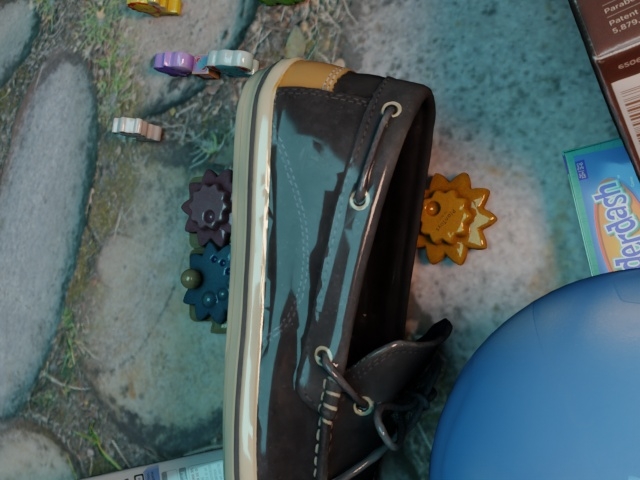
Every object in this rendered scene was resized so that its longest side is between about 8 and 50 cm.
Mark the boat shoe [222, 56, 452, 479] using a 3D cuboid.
[{"bbox_3d":[0.023,0.102,0.610,0.156,0.187,0.500,1,93,18],"label":"boat shoe"}]

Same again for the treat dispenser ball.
[{"bbox_3d":[0.209,0.160,0.456,0.288,0.288,0.288,-4,82,27],"label":"treat dispenser ball"}]

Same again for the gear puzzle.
[{"bbox_3d":[0.000,0.000,0.727,0.339,0.044,0.175,-5,81,27],"label":"gear puzzle"}]

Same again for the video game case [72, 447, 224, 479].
[{"bbox_3d":[-0.137,0.381,0.724,0.300,0.036,0.329,-15,78,13],"label":"video game case"}]

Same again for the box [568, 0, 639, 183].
[{"bbox_3d":[0.261,-0.177,0.515,0.167,0.168,0.203,-21,55,24],"label":"box"}]

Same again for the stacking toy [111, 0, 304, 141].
[{"bbox_3d":[-0.125,-0.192,0.813,0.221,0.052,0.166,5,86,27],"label":"stacking toy"}]

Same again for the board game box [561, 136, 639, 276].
[{"bbox_3d":[0.307,-0.018,0.569,0.210,0.047,0.160,-14,78,25],"label":"board game box"}]
